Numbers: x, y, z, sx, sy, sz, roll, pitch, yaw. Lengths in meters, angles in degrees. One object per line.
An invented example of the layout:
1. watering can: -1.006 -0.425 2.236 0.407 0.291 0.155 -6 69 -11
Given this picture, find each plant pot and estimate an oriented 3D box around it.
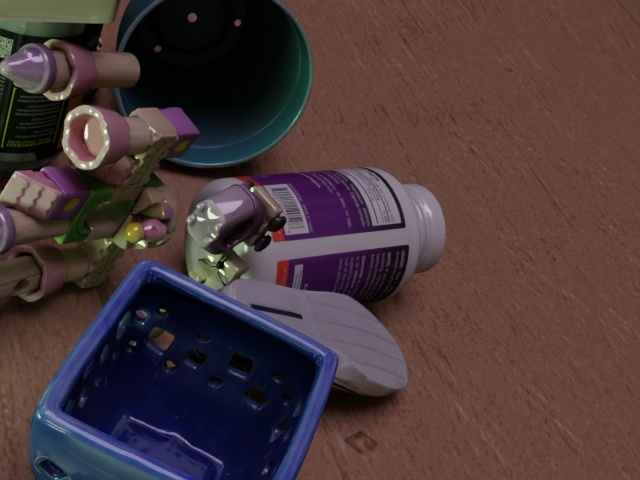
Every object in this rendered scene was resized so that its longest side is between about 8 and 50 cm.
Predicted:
1. plant pot: -0.146 0.197 1.040 0.236 0.212 0.236 27 41 -2
2. plant pot: -0.172 -0.282 1.513 0.272 0.271 0.255 9 29 -22

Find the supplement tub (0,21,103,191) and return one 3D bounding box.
1. supplement tub: -0.376 -0.218 1.266 0.194 0.316 0.193 16 40 -14

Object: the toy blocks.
1. toy blocks: -0.270 -0.024 1.124 0.309 0.288 0.260 47 27 17

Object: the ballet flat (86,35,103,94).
1. ballet flat: -0.354 -0.283 1.547 0.074 0.074 0.203 6 40 -24

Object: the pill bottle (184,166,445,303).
1. pill bottle: 0.000 0.000 1.355 0.323 0.181 0.181 -7 51 -35

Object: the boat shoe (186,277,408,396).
1. boat shoe: -0.030 0.127 1.246 0.335 0.119 0.121 24 40 -44

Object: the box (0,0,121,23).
1. box: -0.321 -0.375 1.122 0.148 0.121 0.311 -5 49 -32
